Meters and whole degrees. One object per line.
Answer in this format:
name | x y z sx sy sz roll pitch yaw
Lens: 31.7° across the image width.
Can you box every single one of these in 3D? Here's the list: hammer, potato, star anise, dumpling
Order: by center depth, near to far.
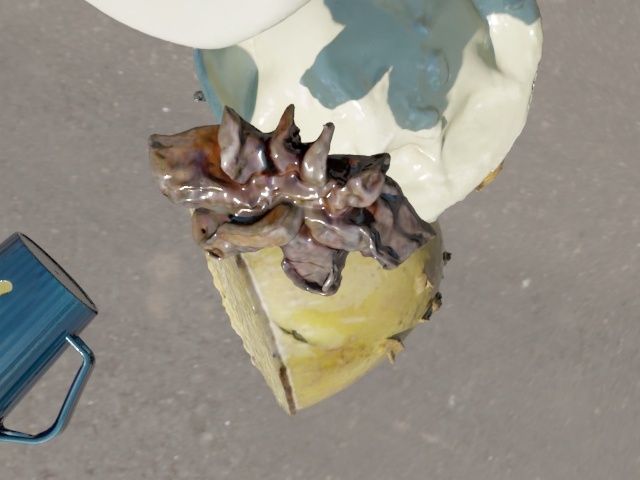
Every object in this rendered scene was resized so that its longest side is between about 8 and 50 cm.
star anise | -0.034 -0.024 0.966 0.220 0.214 0.099 -8 45 29
dumpling | 0.069 -0.168 1.290 0.394 0.233 0.316 -16 100 -6
potato | 0.000 0.000 1.608 0.319 0.442 0.386 -23 114 -13
hammer | -0.097 -0.218 1.705 0.182 0.062 0.017 -4 102 -21

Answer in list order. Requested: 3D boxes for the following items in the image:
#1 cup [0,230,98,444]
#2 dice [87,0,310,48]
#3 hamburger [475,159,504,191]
cup | -0.282 0.096 1.034 0.176 0.131 0.155 44 85 2
dice | -0.084 -0.346 0.795 0.277 0.304 0.304 -11 45 52
hamburger | 0.195 -0.130 1.552 0.124 0.262 0.131 -30 94 7
